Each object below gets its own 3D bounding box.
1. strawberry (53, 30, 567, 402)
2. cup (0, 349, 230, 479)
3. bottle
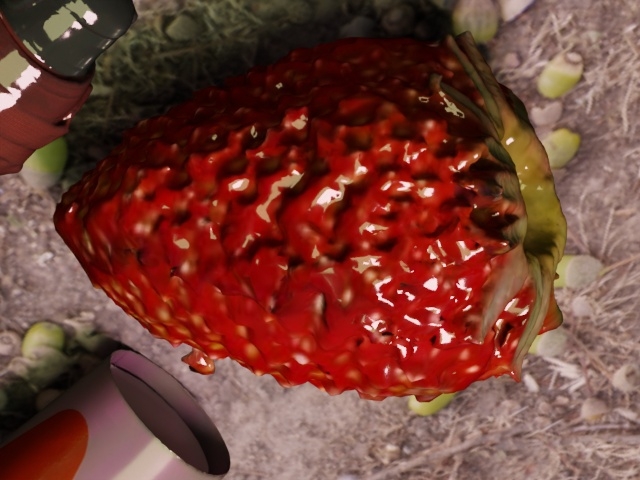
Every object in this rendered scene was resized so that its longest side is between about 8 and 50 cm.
[{"bbox_3d":[0.001,0.002,1.364,0.343,0.292,0.292,-14,129,21],"label":"strawberry"},{"bbox_3d":[-0.219,0.231,1.526,0.288,0.203,0.203,-44,122,12],"label":"cup"},{"bbox_3d":[-0.249,-0.110,1.291,0.271,0.143,0.156,-37,149,18],"label":"bottle"}]
